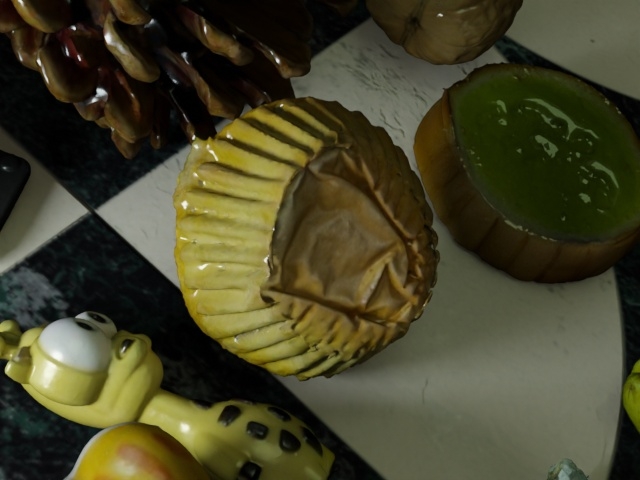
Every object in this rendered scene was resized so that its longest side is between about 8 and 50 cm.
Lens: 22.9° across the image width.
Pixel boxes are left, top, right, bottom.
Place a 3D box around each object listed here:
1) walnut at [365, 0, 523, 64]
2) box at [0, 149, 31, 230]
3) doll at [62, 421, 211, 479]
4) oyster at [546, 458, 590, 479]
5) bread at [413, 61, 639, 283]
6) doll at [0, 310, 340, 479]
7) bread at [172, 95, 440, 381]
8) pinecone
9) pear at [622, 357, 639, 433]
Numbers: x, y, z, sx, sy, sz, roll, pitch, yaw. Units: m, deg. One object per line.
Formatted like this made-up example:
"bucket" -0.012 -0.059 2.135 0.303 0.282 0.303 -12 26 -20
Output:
"walnut" 0.129 -0.262 1.566 0.155 0.155 0.184 30 48 2
"box" -0.318 -0.041 1.310 0.126 0.027 0.125 22 51 -4
"doll" -0.182 0.234 1.076 0.269 0.167 0.162 -18 61 -28
"oyster" 0.207 0.268 1.264 0.125 0.064 0.177 -18 64 -36
"bread" 0.205 -0.068 1.505 0.236 0.070 0.236 10 54 -14
"doll" -0.121 0.128 1.226 0.291 0.086 0.117 26 10 1
"bread" 0.000 0.000 1.281 0.240 0.139 0.240 -6 99 -37
"pinecone" -0.105 -0.272 1.314 0.384 0.384 0.384 11 52 -14
"pear" 0.327 0.145 1.376 0.131 0.107 0.107 30 49 -13
